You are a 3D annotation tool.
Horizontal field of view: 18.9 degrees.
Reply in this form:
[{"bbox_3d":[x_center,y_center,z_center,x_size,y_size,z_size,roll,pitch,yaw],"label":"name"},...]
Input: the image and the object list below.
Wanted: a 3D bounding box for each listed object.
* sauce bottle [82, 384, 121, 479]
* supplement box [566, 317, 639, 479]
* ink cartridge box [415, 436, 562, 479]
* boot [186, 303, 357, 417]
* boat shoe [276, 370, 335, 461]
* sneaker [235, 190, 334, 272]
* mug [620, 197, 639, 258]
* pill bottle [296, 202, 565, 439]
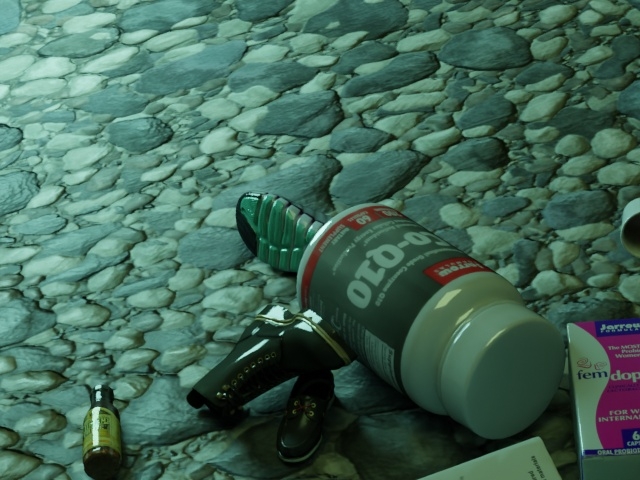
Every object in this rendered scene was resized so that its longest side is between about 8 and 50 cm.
[{"bbox_3d":[-0.231,0.199,2.030,0.042,0.042,0.128,-9,32,-3],"label":"sauce bottle"},{"bbox_3d":[0.304,0.182,1.886,0.111,0.114,0.220,-5,31,5],"label":"supplement box"},{"bbox_3d":[0.082,0.315,1.600,0.289,0.211,0.121,-20,40,-3],"label":"ink cartridge box"},{"bbox_3d":[-0.051,0.140,2.013,0.137,0.077,0.198,-43,15,-17],"label":"boot"},{"bbox_3d":[-0.017,0.180,2.018,0.049,0.042,0.133,5,36,16],"label":"boat shoe"},{"bbox_3d":[0.000,0.000,2.281,0.224,0.083,0.098,28,26,36],"label":"sneaker"},{"bbox_3d":[0.381,-0.014,2.236,0.062,0.078,0.064,-35,18,16],"label":"mug"},{"bbox_3d":[0.115,0.084,2.028,0.161,0.161,0.283,-26,37,-26],"label":"pill bottle"}]
